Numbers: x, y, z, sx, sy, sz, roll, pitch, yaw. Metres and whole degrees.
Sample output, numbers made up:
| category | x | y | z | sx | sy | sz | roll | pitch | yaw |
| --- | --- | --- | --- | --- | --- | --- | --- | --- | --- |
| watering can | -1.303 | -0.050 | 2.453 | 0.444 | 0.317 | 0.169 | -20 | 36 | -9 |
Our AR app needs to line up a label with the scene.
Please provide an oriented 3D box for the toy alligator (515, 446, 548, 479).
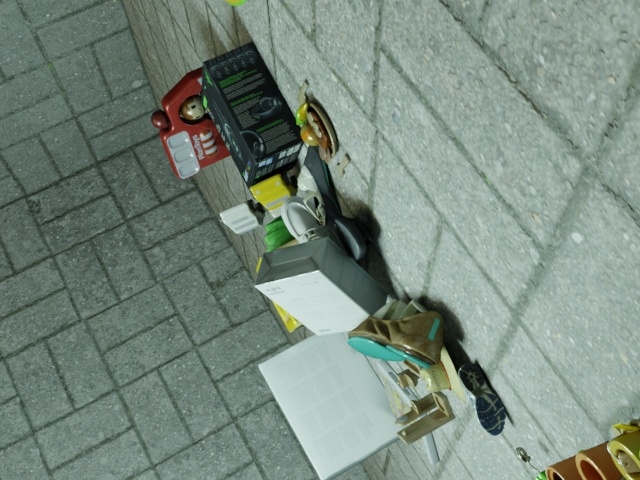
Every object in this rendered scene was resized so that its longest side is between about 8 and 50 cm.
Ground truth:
| category | x | y | z | sx | sy | sz | roll | pitch | yaw |
| --- | --- | --- | --- | --- | --- | --- | --- | --- | --- |
| toy alligator | 0.387 | 0.404 | 1.274 | 0.051 | 0.056 | 0.189 | -49 | 59 | 31 |

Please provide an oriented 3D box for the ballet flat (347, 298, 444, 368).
| category | x | y | z | sx | sy | sz | roll | pitch | yaw |
| --- | --- | --- | --- | --- | --- | --- | --- | --- | --- |
| ballet flat | 0.156 | 0.176 | 1.570 | 0.116 | 0.124 | 0.342 | 30 | 168 | -11 |

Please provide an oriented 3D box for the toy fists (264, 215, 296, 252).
| category | x | y | z | sx | sy | sz | roll | pitch | yaw |
| --- | --- | --- | --- | --- | --- | --- | --- | --- | --- |
| toy fists | -0.051 | 0.062 | 2.115 | 0.279 | 0.142 | 0.096 | 63 | 168 | 1 |

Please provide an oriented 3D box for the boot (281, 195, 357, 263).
| category | x | y | z | sx | sy | sz | roll | pitch | yaw |
| --- | --- | --- | --- | --- | --- | --- | --- | --- | --- |
| boot | 0.000 | 0.000 | 1.816 | 0.258 | 0.095 | 0.123 | 48 | -177 | 3 |

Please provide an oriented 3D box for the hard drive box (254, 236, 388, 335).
| category | x | y | z | sx | sy | sz | roll | pitch | yaw |
| --- | --- | --- | --- | --- | --- | --- | --- | --- | --- |
| hard drive box | 0.004 | 0.105 | 1.699 | 0.181 | 0.089 | 0.232 | -14 | 138 | 35 |

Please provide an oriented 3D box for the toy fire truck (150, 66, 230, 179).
| category | x | y | z | sx | sy | sz | roll | pitch | yaw |
| --- | --- | --- | --- | --- | --- | --- | --- | --- | --- |
| toy fire truck | -0.317 | -0.319 | 2.132 | 0.169 | 0.254 | 0.302 | 53 | 164 | 38 |

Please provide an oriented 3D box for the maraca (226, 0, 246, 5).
| category | x | y | z | sx | sy | sz | roll | pitch | yaw |
| --- | --- | --- | --- | --- | --- | --- | --- | --- | --- |
| maraca | -0.150 | -0.513 | 1.426 | 0.127 | 0.099 | 0.185 | 48 | 138 | 18 |

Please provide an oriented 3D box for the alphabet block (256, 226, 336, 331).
| category | x | y | z | sx | sy | sz | roll | pitch | yaw |
| --- | --- | --- | --- | --- | --- | --- | --- | --- | --- |
| alphabet block | -0.028 | 0.095 | 1.962 | 0.193 | 0.197 | 0.192 | 61 | 167 | 8 |

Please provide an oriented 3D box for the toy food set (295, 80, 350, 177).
| category | x | y | z | sx | sy | sz | roll | pitch | yaw |
| --- | --- | --- | --- | --- | --- | --- | --- | --- | --- |
| toy food set | -0.009 | -0.217 | 1.592 | 0.192 | 0.039 | 0.132 | 61 | 168 | 6 |

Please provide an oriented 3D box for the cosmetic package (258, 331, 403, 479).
| category | x | y | z | sx | sy | sz | roll | pitch | yaw |
| --- | --- | --- | --- | --- | --- | --- | --- | --- | --- |
| cosmetic package | 0.035 | 0.457 | 2.272 | 0.377 | 0.284 | 0.097 | 58 | 169 | 21 |

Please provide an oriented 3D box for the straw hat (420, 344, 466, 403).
| category | x | y | z | sx | sy | sz | roll | pitch | yaw |
| --- | --- | --- | --- | --- | --- | --- | --- | --- | --- |
| straw hat | 0.225 | 0.259 | 1.515 | 0.144 | 0.061 | 0.144 | -22 | -90 | -89 |

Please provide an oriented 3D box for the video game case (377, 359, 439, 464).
| category | x | y | z | sx | sy | sz | roll | pitch | yaw |
| --- | --- | --- | --- | --- | --- | --- | --- | --- | --- |
| video game case | 0.228 | 0.447 | 2.066 | 0.206 | 0.026 | 0.227 | 47 | 160 | 52 |

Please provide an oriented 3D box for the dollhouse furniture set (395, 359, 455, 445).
| category | x | y | z | sx | sy | sz | roll | pitch | yaw |
| --- | --- | --- | --- | --- | --- | --- | --- | --- | --- |
| dollhouse furniture set | 0.189 | 0.336 | 1.754 | 0.151 | 0.123 | 0.144 | 66 | 167 | -17 |

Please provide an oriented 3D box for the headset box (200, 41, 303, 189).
| category | x | y | z | sx | sy | sz | roll | pitch | yaw |
| --- | --- | --- | --- | --- | --- | --- | --- | --- | --- |
| headset box | -0.170 | -0.296 | 1.871 | 0.283 | 0.131 | 0.246 | 62 | 167 | 4 |

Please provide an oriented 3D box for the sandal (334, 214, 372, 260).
| category | x | y | z | sx | sy | sz | roll | pitch | yaw |
| --- | --- | --- | --- | --- | --- | --- | --- | --- | --- |
| sandal | 0.072 | -0.013 | 1.679 | 0.097 | 0.054 | 0.254 | 63 | 179 | -2 |

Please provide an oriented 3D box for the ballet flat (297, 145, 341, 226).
| category | x | y | z | sx | sy | sz | roll | pitch | yaw |
| --- | --- | --- | --- | --- | --- | --- | --- | --- | --- |
| ballet flat | -0.010 | -0.112 | 1.749 | 0.074 | 0.074 | 0.203 | 46 | 159 | 54 |

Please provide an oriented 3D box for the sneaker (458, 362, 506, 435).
| category | x | y | z | sx | sy | sz | roll | pitch | yaw |
| --- | --- | --- | --- | --- | --- | --- | --- | --- | --- |
| sneaker | 0.292 | 0.285 | 1.428 | 0.058 | 0.052 | 0.135 | 72 | 175 | -78 |

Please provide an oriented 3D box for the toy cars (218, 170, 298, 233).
| category | x | y | z | sx | sy | sz | roll | pitch | yaw |
| --- | --- | --- | --- | --- | --- | --- | --- | --- | --- |
| toy cars | -0.152 | -0.079 | 2.049 | 0.394 | 0.176 | 0.087 | -30 | 80 | 58 |

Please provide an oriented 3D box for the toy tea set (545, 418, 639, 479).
| category | x | y | z | sx | sy | sz | roll | pitch | yaw |
| --- | --- | --- | --- | --- | --- | --- | --- | --- | --- |
| toy tea set | 0.377 | 0.361 | 1.033 | 0.200 | 0.124 | 0.336 | 59 | 167 | 18 |
